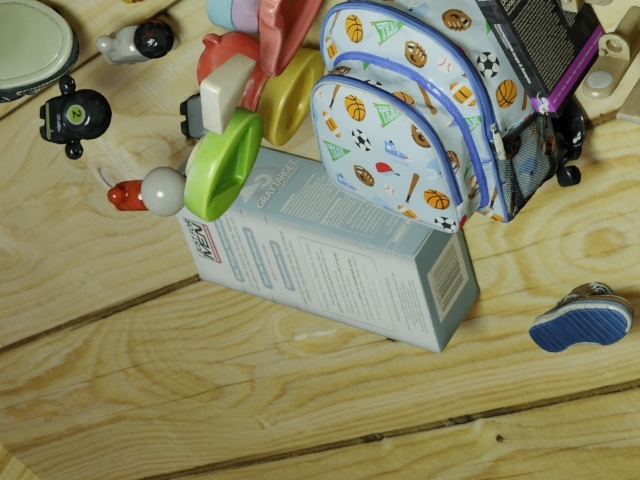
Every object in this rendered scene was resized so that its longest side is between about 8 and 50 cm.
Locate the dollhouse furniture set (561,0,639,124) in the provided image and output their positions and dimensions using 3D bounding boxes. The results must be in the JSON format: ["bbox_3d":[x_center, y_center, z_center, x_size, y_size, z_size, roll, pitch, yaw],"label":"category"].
[{"bbox_3d":[0.284,-0.211,1.694,0.144,0.123,0.151,17,145,28],"label":"dollhouse furniture set"}]

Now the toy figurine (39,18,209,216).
[{"bbox_3d":[-0.211,-0.150,2.192,0.213,0.209,0.148,47,160,-18],"label":"toy figurine"}]

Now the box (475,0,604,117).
[{"bbox_3d":[0.216,-0.217,1.763,0.029,0.116,0.162,4,137,44],"label":"box"}]

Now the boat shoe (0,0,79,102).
[{"bbox_3d":[-0.418,-0.237,2.384,0.340,0.127,0.113,-5,161,39],"label":"boat shoe"}]

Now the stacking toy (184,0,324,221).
[{"bbox_3d":[-0.107,-0.191,1.970,0.130,0.279,0.309,26,144,13],"label":"stacking toy"}]

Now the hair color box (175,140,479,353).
[{"bbox_3d":[0.000,0.000,2.289,0.374,0.113,0.185,16,144,29],"label":"hair color box"}]

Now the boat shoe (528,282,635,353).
[{"bbox_3d":[0.314,0.083,2.133,0.066,0.066,0.183,46,154,-14],"label":"boat shoe"}]

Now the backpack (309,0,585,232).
[{"bbox_3d":[0.110,-0.156,1.883,0.276,0.213,0.263,18,135,33],"label":"backpack"}]

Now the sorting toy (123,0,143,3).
[{"bbox_3d":[-0.217,-0.312,2.137,0.061,0.042,0.102,28,149,13],"label":"sorting toy"}]
